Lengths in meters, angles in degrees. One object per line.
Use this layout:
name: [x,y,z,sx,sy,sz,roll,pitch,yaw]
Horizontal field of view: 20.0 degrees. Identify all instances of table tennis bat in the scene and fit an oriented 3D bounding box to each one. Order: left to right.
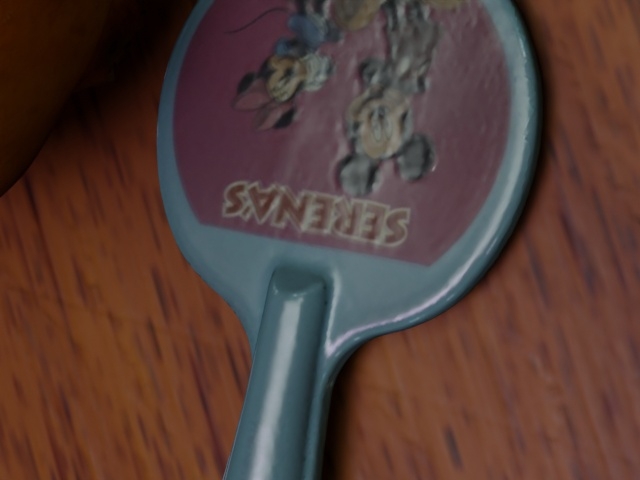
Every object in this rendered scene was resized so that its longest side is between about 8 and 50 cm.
table tennis bat: [0.000,0.000,0.664,0.153,0.040,0.244,13,93,27]

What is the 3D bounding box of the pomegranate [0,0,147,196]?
pomegranate: [-0.184,-0.120,0.646,0.264,0.264,0.264,1,91,28]
